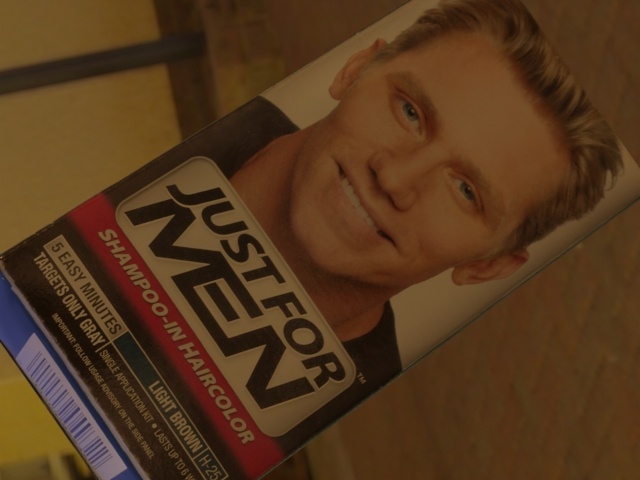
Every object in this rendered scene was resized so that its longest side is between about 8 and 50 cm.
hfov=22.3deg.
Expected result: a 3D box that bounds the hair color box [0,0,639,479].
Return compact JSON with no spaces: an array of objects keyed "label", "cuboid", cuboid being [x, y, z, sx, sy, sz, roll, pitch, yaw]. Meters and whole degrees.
[{"label":"hair color box","cuboid":[0.000,0.000,0.916,0.174,0.347,0.105,55,156,1]}]
